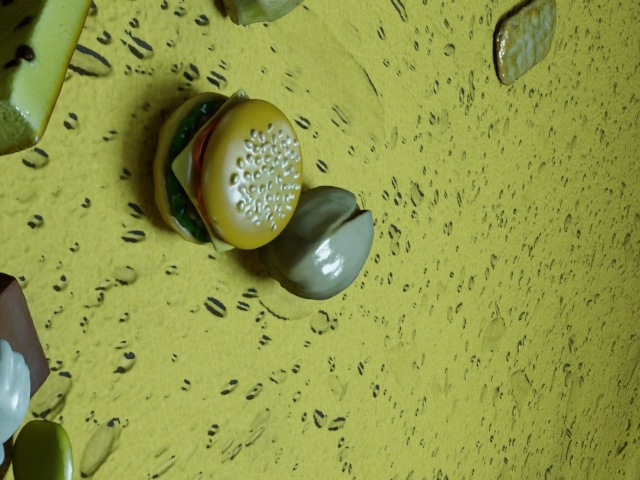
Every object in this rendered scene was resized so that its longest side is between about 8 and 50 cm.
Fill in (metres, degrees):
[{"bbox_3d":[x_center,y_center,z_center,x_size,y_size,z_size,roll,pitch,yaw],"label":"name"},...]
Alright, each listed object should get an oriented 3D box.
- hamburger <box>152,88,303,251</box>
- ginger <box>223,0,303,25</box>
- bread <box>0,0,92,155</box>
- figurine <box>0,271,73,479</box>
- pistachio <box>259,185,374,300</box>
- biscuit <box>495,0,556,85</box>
[{"bbox_3d":[-0.090,-0.069,0.985,0.162,0.115,0.162,-15,108,-54],"label":"hamburger"},{"bbox_3d":[0.061,-0.398,0.963,0.348,0.122,0.363,-18,130,-17],"label":"ginger"},{"bbox_3d":[-0.227,-0.153,0.755,0.226,0.088,0.049,-87,155,-43],"label":"bread"},{"bbox_3d":[-0.284,0.157,0.670,0.338,0.204,0.283,7,116,-46],"label":"figurine"},{"bbox_3d":[0.000,0.000,1.132,0.185,0.124,0.124,-50,136,-49],"label":"pistachio"},{"bbox_3d":[0.355,-0.345,1.706,0.247,0.029,0.118,-40,129,-47],"label":"biscuit"}]
